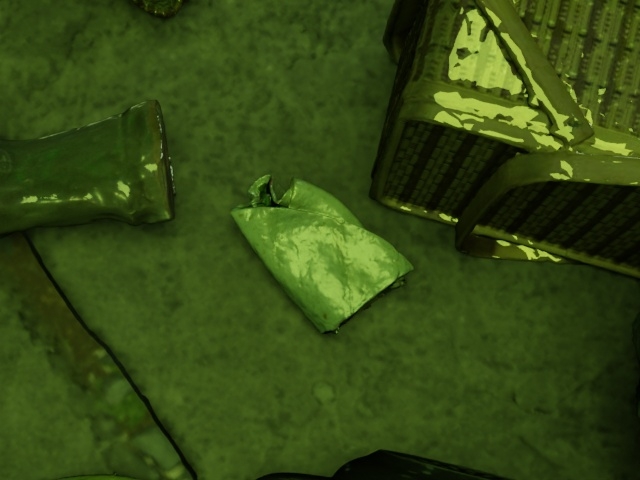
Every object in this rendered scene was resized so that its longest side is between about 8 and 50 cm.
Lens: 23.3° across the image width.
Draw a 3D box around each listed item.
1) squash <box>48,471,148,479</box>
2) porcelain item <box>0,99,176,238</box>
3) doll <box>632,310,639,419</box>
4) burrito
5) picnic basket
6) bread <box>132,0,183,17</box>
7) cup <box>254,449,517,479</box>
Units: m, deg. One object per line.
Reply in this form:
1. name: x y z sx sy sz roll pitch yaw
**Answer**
1. squash: -0.200 0.278 0.969 0.309 0.210 0.234 -31 81 -36
2. porcelain item: -0.204 -0.035 1.014 0.215 0.069 0.081 -9 57 -1
3. doll: 0.308 0.162 0.884 0.247 0.247 0.350 -32 110 -7
4. burrito: -0.002 0.003 1.031 0.074 0.044 0.118 -42 88 -5
5. picnic basket: 0.188 -0.074 0.964 0.312 0.228 0.175 15 78 -1
6. bread: -0.124 -0.230 1.051 0.140 0.069 0.128 35 82 0
7. cup: 0.048 0.219 0.949 0.223 0.169 0.177 11 88 16
